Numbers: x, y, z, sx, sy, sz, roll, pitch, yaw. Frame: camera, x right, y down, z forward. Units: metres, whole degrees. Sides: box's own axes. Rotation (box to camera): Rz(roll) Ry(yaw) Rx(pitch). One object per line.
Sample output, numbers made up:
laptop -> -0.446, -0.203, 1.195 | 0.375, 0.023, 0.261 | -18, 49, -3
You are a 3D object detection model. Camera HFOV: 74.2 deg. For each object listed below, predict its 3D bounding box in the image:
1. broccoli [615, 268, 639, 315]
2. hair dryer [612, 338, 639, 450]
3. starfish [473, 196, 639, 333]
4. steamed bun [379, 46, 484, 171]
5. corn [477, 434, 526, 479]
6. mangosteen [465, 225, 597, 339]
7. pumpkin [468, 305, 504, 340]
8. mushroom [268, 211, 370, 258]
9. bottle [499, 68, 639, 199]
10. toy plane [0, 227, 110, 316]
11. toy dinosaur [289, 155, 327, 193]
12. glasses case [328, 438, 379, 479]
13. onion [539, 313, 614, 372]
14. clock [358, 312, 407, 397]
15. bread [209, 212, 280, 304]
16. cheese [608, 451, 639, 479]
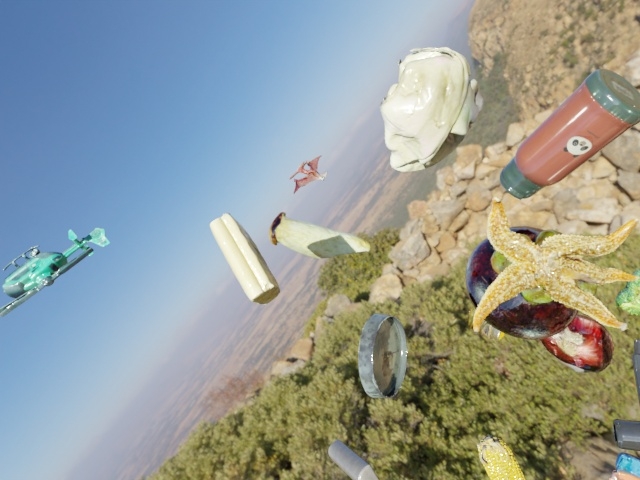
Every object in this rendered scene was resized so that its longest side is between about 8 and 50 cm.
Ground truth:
broccoli -> 1.150, 0.199, 1.387 | 0.269, 0.253, 0.270 | -164, 90, -84
hair dryer -> 0.758, 0.367, 1.010 | 0.128, 0.070, 0.256 | -8, 71, 25
starfish -> 0.469, 0.075, 0.829 | 0.084, 0.292, 0.302 | -41, -44, -70
steamed bun -> 0.296, -0.320, 1.058 | 0.268, 0.207, 0.280 | -55, -35, -27
corn -> 0.570, 0.731, 1.260 | 0.106, 0.293, 0.106 | -27, -9, -5
mangosteen -> 0.526, 0.090, 1.084 | 0.300, 0.300, 0.300 | -50, 6, 7
pumpkin -> 0.613, 0.194, 1.372 | 0.139, 0.189, 0.281 | 19, 85, 55
mushroom -> -0.001, 0.004, 1.316 | 0.087, 0.332, 0.108 | -6, 68, 69
bottle -> 0.572, -0.229, 1.012 | 0.144, 0.143, 0.336 | -55, 1, -39
toy plane -> -0.534, 0.047, 0.840 | 0.235, 0.096, 0.060 | -42, -40, -19
toy dinosaur -> -0.035, -0.223, 1.415 | 0.032, 0.108, 0.220 | 102, -167, -48
glasses case -> 0.075, 0.503, 0.936 | 0.042, 0.072, 0.190 | -39, 5, -20
onion -> 0.997, 0.374, 1.642 | 0.195, 0.272, 0.272 | -43, 2, -24
clock -> 0.239, 0.427, 1.575 | 0.061, 0.313, 0.313 | -4, 35, 34
bread -> -0.150, 0.040, 0.860 | 0.060, 0.178, 0.139 | -32, -12, -3
cheese -> 0.759, 0.705, 1.070 | 0.129, 0.216, 0.330 | -2, -71, -66
